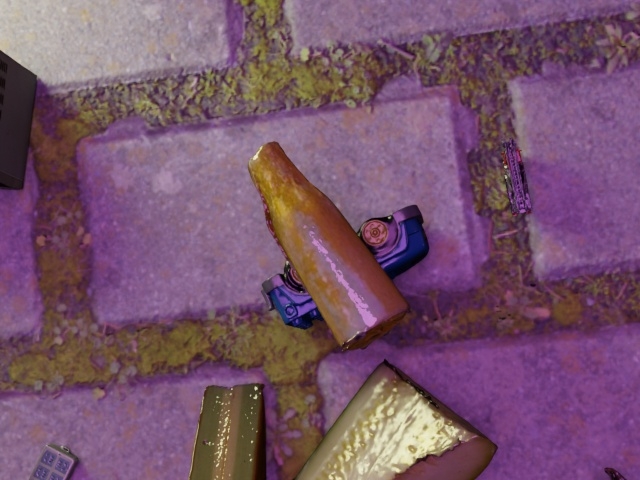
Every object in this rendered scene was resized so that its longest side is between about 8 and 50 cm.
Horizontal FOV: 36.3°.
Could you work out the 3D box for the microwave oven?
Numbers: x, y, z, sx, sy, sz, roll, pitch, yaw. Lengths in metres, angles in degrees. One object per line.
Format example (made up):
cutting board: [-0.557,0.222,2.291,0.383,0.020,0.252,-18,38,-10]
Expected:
microwave oven: [-0.448,-0.143,1.105,0.205,0.129,0.162,3,85,8]

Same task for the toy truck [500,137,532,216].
toy truck: [0.210,-0.069,1.054,0.024,0.032,0.083,-10,81,11]

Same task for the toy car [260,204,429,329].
toy car: [0.036,0.043,1.030,0.191,0.097,0.100,-29,80,4]

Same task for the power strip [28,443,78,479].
power strip: [-0.305,0.272,1.090,0.040,0.016,0.090,25,87,10]

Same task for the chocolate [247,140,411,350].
chocolate: [0.000,0.000,0.956,0.086,0.085,0.219,-32,77,3]

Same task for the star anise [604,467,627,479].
star anise: [0.317,0.300,0.983,0.124,0.056,0.129,15,96,-10]

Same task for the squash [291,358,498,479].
squash: [0.057,0.271,0.994,0.252,0.093,0.169,-54,35,-2]

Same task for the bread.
bread: [-0.099,0.221,1.034,0.074,0.084,0.139,-1,82,9]
